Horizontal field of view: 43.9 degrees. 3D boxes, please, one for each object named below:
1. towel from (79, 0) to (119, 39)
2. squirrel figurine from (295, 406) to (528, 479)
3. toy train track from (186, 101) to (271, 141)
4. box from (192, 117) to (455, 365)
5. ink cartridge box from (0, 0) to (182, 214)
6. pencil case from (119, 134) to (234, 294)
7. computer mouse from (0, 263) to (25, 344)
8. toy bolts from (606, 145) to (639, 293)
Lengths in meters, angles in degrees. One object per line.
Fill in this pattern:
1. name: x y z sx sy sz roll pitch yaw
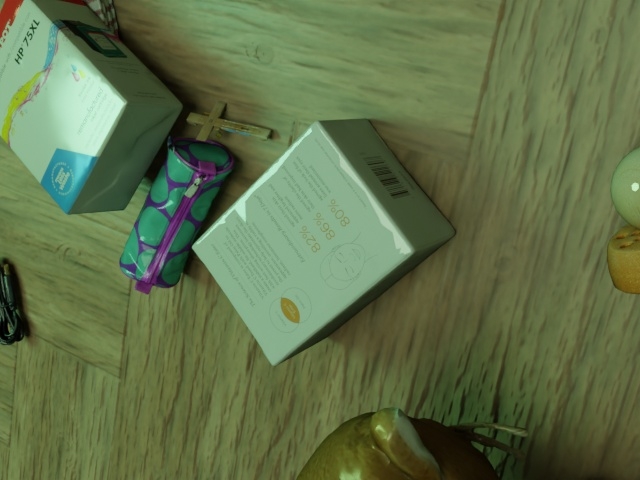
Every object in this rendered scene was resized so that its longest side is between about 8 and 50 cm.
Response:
1. towel: -0.257 -0.172 0.831 0.144 0.029 0.196 -14 89 31
2. squirrel figurine: 0.113 0.281 0.480 0.370 0.397 0.281 45 123 6
3. toy train track: -0.085 -0.104 0.742 0.083 0.048 0.014 14 151 17
4. box: 0.000 0.000 0.671 0.170 0.091 0.130 -41 78 29
5. ink cartridge box: -0.254 -0.150 0.768 0.231 0.078 0.134 45 116 19
6. pencil case: -0.140 -0.026 0.763 0.065 0.070 0.151 20 117 -18
7. computer mouse: -0.445 0.081 0.979 0.193 0.042 0.105 -8 96 31
8. toy bolts: 0.278 0.007 0.445 0.229 0.218 0.158 -22 101 25
